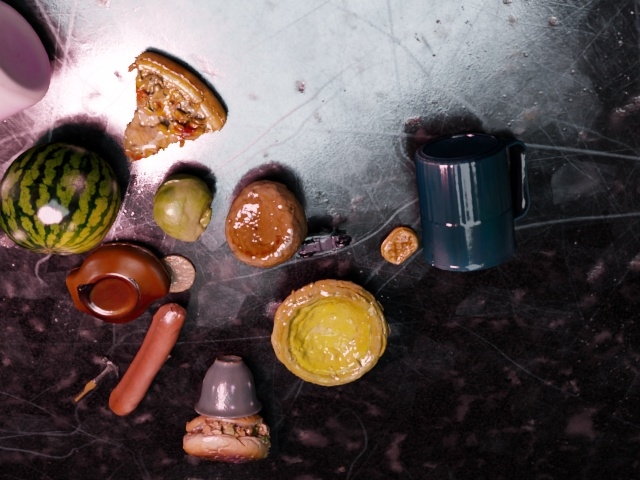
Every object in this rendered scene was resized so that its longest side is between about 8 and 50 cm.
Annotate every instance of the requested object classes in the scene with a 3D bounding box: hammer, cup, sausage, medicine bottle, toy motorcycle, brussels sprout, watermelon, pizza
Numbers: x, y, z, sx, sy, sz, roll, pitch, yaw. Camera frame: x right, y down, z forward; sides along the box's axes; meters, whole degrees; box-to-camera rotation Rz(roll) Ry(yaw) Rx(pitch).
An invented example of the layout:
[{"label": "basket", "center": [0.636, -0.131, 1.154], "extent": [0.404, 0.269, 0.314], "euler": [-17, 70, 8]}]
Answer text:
[{"label": "hammer", "center": [-0.682, 0.432, 2.101], "extent": [0.078, 0.021, 0.201], "euler": [41, 108, -20]}, {"label": "cup", "center": [-0.268, 0.420, 2.045], "extent": [0.198, 0.199, 0.150], "euler": [2, 95, -4]}, {"label": "sausage", "center": [-0.503, 0.346, 2.032], "extent": [0.094, 0.094, 0.419], "euler": [12, 118, -41]}, {"label": "medicine bottle", "center": [-0.813, -0.376, 1.575], "extent": [0.324, 0.256, 0.256], "euler": [-18, 116, 16]}, {"label": "toy motorcycle", "center": [0.000, 0.000, 1.883], "extent": [0.173, 0.100, 0.058], "euler": [-9, 117, 5]}, {"label": "brussels sprout", "center": [-0.364, -0.086, 1.811], "extent": [0.145, 0.131, 0.183], "euler": [7, 117, -30]}, {"label": "cup", "center": [0.396, -0.110, 1.771], "extent": [0.307, 0.242, 0.292], "euler": [-10, 114, 5]}, {"label": "watermelon", "center": [-0.633, -0.100, 1.704], "extent": [0.284, 0.285, 0.285], "euler": [-1, 116, -2]}, {"label": "pizza", "center": [-0.405, -0.333, 1.719], "extent": [0.287, 0.074, 0.251], "euler": [-25, 112, 7]}]

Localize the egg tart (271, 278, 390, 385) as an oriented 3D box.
[{"label": "egg tart", "center": [0.026, 0.245, 1.983], "extent": [0.345, 0.132, 0.346], "euler": [-1, 117, -2]}]

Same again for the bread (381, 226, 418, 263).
[{"label": "bread", "center": [0.218, 0.013, 1.929], "extent": [0.083, 0.044, 0.111], "euler": [39, 107, -15]}]

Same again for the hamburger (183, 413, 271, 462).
[{"label": "hamburger", "center": [-0.280, 0.598, 2.102], "extent": [0.285, 0.146, 0.243], "euler": [16, 153, -39]}]

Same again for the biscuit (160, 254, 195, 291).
[{"label": "biscuit", "center": [-0.409, 0.094, 1.954], "extent": [0.120, 0.015, 0.120], "euler": [-1, 116, -2]}]

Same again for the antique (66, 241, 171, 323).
[{"label": "antique", "center": [-0.551, 0.121, 1.893], "extent": [0.277, 0.129, 0.224], "euler": [-4, 116, 5]}]

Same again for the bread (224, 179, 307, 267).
[{"label": "bread", "center": [-0.135, -0.040, 1.815], "extent": [0.229, 0.123, 0.230], "euler": [0, 89, 24]}]
